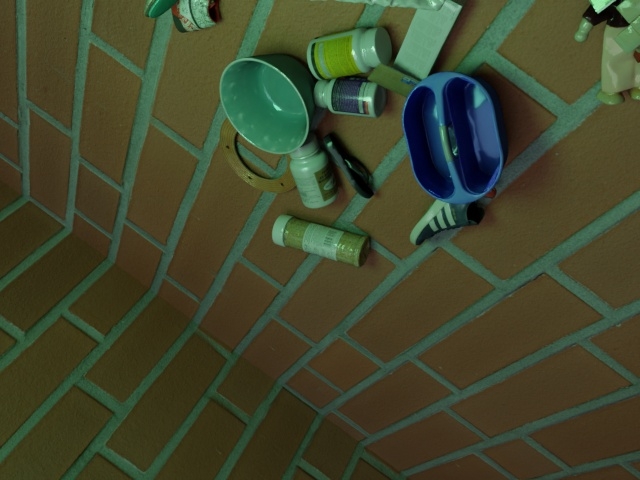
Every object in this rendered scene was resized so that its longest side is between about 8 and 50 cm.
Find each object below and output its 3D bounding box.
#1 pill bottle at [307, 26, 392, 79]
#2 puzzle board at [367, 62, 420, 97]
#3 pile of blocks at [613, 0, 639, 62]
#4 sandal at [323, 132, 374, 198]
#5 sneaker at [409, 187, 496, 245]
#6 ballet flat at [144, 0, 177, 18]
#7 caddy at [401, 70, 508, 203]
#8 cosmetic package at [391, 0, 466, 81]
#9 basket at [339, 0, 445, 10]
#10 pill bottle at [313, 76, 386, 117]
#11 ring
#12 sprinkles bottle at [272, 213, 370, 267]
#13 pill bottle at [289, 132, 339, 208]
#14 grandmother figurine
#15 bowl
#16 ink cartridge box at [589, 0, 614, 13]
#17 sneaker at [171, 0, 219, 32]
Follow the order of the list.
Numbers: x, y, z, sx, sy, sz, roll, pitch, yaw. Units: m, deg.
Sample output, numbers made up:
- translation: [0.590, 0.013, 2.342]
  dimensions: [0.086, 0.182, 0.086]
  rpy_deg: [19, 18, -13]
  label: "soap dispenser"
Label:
- translation: [0.079, -0.508, 1.514]
  dimensions: [0.209, 0.119, 0.119]
  rpy_deg: [1, 129, 34]
  label: "pill bottle"
- translation: [0.199, -0.427, 1.491]
  dimensions: [0.128, 0.011, 0.096]
  rpy_deg: [21, 167, -11]
  label: "puzzle board"
- translation: [0.725, -0.397, 1.133]
  dimensions: [0.362, 0.149, 0.112]
  rpy_deg: [20, 150, -15]
  label: "pile of blocks"
- translation: [0.101, -0.238, 1.790]
  dimensions: [0.054, 0.097, 0.254]
  rpy_deg: [-30, 111, 19]
  label: "sandal"
- translation: [0.403, -0.072, 1.704]
  dimensions: [0.148, 0.131, 0.350]
  rpy_deg: [37, 140, 5]
  label: "sneaker"
- translation: [-0.390, -0.752, 1.535]
  dimensions: [0.316, 0.107, 0.106]
  rpy_deg: [-40, 91, 8]
  label: "ballet flat"
- translation: [0.350, -0.267, 1.451]
  dimensions: [0.241, 0.179, 0.341]
  rpy_deg: [-7, 106, 33]
  label: "caddy"
- translation: [0.272, -0.518, 1.416]
  dimensions: [0.099, 0.060, 0.239]
  rpy_deg: [33, 140, 7]
  label: "cosmetic package"
- translation: [0.112, -0.684, 1.117]
  dimensions: [0.331, 0.266, 0.328]
  rpy_deg: [2, 138, -9]
  label: "basket"
- translation: [0.083, -0.416, 1.609]
  dimensions: [0.194, 0.108, 0.108]
  rpy_deg: [12, 135, 24]
  label: "pill bottle"
- translation: [-0.207, -0.312, 1.971]
  dimensions: [0.337, 0.032, 0.336]
  rpy_deg: [19, 136, 19]
  label: "ring"
- translation: [0.000, 0.000, 2.060]
  dimensions: [0.355, 0.121, 0.121]
  rpy_deg: [16, 136, 22]
  label: "sprinkles bottle"
- translation: [-0.029, -0.232, 1.847]
  dimensions: [0.131, 0.131, 0.229]
  rpy_deg: [4, 131, 32]
  label: "pill bottle"
- translation: [0.647, -0.467, 1.183]
  dimensions: [0.208, 0.104, 0.342]
  rpy_deg: [-13, 123, 2]
  label: "grandmother figurine"
- translation: [-0.132, -0.435, 1.692]
  dimensions: [0.312, 0.163, 0.311]
  rpy_deg: [21, 138, 20]
  label: "bowl"
- translation: [0.558, -0.597, 1.089]
  dimensions: [0.171, 0.056, 0.235]
  rpy_deg: [-37, 84, 48]
  label: "ink cartridge box"
- translation: [-0.384, -0.752, 1.628]
  dimensions: [0.145, 0.090, 0.270]
  rpy_deg: [0, 124, 21]
  label: "sneaker"
